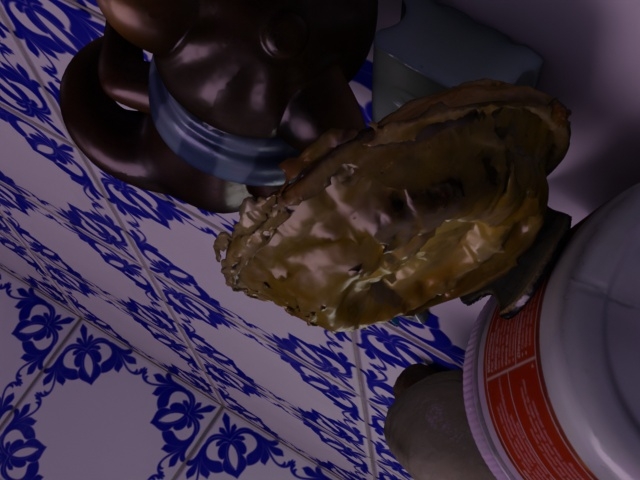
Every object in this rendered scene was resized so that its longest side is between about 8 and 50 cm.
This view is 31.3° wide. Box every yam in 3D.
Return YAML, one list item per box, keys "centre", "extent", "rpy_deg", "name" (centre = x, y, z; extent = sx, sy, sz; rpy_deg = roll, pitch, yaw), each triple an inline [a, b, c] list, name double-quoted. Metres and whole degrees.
- centre: [0.176, 0.227, 1.640]
  extent: [0.127, 0.084, 0.084]
  rpy_deg: [23, 159, 44]
  name: "yam"

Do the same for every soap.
- centre: [0.103, -0.103, 0.921]
  extent: [0.119, 0.066, 0.198]
  rpy_deg: [32, 163, 14]
  name: "soap"

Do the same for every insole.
- centre: [0.155, 0.010, 0.940]
  extent: [0.009, 0.119, 0.348]
  rpy_deg: [31, -176, 0]
  name: "insole"

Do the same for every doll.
- centre: [-0.064, -0.143, 0.888]
  extent: [0.318, 0.209, 0.340]
  rpy_deg: [35, 160, -2]
  name: "doll"

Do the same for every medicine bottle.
- centre: [0.257, 0.095, 0.856]
  extent: [0.252, 0.252, 0.241]
  rpy_deg: [34, 163, 1]
  name: "medicine bottle"

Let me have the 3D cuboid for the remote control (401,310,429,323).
- centre: [0.086, 0.055, 1.425]
  extent: [0.065, 0.029, 0.166]
  rpy_deg: [22, 159, 31]
  name: "remote control"

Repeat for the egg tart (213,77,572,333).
- centre: [0.062, -0.011, 0.793]
  extent: [0.279, 0.278, 0.095]
  rpy_deg: [92, 153, -70]
  name: "egg tart"

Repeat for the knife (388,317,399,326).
- centre: [-0.002, 0.002, 1.393]
  extent: [0.296, 0.026, 0.044]
  rpy_deg: [48, 165, -11]
  name: "knife"

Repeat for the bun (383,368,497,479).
- centre: [0.255, 0.280, 1.405]
  extent: [0.365, 0.219, 0.365]
  rpy_deg: [43, 177, 3]
  name: "bun"
